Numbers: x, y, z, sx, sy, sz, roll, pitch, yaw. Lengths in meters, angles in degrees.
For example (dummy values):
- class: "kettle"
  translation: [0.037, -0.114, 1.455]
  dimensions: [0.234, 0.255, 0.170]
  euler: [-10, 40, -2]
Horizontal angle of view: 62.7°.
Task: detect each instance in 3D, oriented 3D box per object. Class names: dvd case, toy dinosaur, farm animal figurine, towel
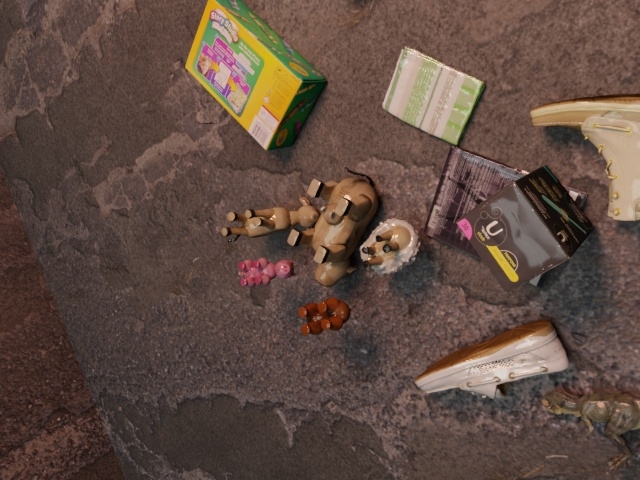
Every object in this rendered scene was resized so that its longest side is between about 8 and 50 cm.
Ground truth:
- class: "dvd case"
  translation: [0.288, -0.041, 0.856]
  dimensions: [0.221, 0.018, 0.165]
  euler: [28, 120, 28]
- class: "toy dinosaur"
  translation: [0.475, 0.280, 0.799]
  dimensions: [0.268, 0.064, 0.118]
  euler: [-17, 88, 37]
- class: "farm animal figurine"
  translation: [0.000, 0.000, 1.014]
  dimensions: [0.327, 0.172, 0.330]
  euler: [-50, 66, 25]
- class: "towel"
  translation: [0.183, -0.238, 0.869]
  dimensions: [0.152, 0.023, 0.113]
  euler: [33, 126, 22]

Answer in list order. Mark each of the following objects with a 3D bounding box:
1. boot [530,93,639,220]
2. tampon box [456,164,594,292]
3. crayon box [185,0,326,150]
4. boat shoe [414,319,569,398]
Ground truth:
- class: "boot"
  translation: [0.392, -0.111, 0.712]
  dimensions: [0.213, 0.077, 0.165]
  euler: [8, 112, 33]
- class: "tampon box"
  translation: [0.291, -0.021, 0.743]
  dimensions: [0.101, 0.161, 0.120]
  euler: [-40, 79, 39]
- class: "crayon box"
  translation: [-0.137, -0.333, 1.044]
  dimensions: [0.278, 0.081, 0.165]
  euler: [47, 128, 16]
- class: "boat shoe"
  translation: [0.285, 0.229, 0.902]
  dimensions: [0.277, 0.098, 0.096]
  euler: [-33, 83, 39]
